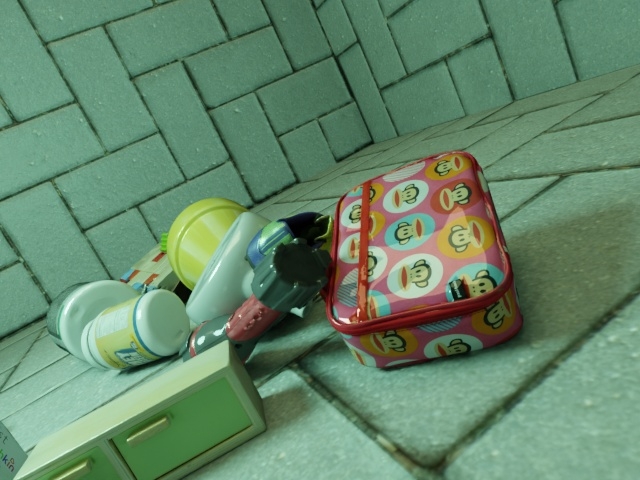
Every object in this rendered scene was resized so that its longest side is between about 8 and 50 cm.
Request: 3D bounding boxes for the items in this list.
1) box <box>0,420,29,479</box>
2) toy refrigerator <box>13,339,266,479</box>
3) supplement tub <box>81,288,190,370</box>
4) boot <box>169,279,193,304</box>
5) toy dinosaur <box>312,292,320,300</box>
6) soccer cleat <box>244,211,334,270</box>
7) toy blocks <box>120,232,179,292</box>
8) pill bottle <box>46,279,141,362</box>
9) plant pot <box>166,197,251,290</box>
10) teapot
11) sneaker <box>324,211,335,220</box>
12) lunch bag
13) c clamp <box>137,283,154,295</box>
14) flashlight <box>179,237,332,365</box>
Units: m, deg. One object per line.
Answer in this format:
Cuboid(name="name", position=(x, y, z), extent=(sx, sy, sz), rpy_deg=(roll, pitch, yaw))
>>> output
Cuboid(name="box", position=(-0.588, 0.402, 0.630), extent=(0.261, 0.127, 0.231), rpy_deg=(-29, 15, -7))
Cuboid(name="toy refrigerator", position=(-0.211, 0.244, 0.570), extent=(0.269, 0.102, 0.094), rpy_deg=(-27, 13, -7))
Cuboid(name="supplement tub", position=(-0.406, 0.202, 1.008), extent=(0.199, 0.145, 0.144), rpy_deg=(-21, 14, 21))
Cuboid(name="boot", position=(-0.437, 0.166, 1.349), extent=(0.106, 0.082, 0.219), rpy_deg=(-20, 16, 14))
Cuboid(name="toy dinosaur", position=(0.063, 0.017, 0.963), extent=(0.063, 0.118, 0.268), rpy_deg=(25, 35, 12))
Cuboid(name="soccer cleat", position=(0.000, 0.001, 0.758), extent=(0.121, 0.094, 0.289), rpy_deg=(-43, -17, 30))
Cuboid(name="toy blocks", position=(-0.548, 0.131, 1.549), extent=(0.381, 0.191, 0.261), rpy_deg=(3, 43, 46))
Cuboid(name="pill bottle", position=(-0.616, 0.212, 1.238), extent=(0.204, 0.204, 0.360), rpy_deg=(-35, 16, -35))
Cuboid(name="plant pot", position=(-0.232, 0.040, 1.138), extent=(0.253, 0.254, 0.239), rpy_deg=(-30, 28, -18))
Cuboid(name="teapot", position=(-0.124, 0.083, 0.877), extent=(0.252, 0.187, 0.256), rpy_deg=(-49, 18, 33))
Cuboid(name="sneaker", position=(0.003, 0.015, 1.086), extent=(0.302, 0.121, 0.108), rpy_deg=(-15, -27, -42))
Cuboid(name="lunch bag", position=(0.113, 0.021, 0.620), extent=(0.257, 0.120, 0.293), rpy_deg=(-18, 38, 21))
Cuboid(name="c clamp", position=(-0.534, 0.200, 1.333), extent=(0.137, 0.022, 0.161), rpy_deg=(11, 83, 55))
Cuboid(name="flashlight", position=(-0.107, 0.112, 0.653), extent=(0.304, 0.103, 0.103), rpy_deg=(-47, 23, 42))
